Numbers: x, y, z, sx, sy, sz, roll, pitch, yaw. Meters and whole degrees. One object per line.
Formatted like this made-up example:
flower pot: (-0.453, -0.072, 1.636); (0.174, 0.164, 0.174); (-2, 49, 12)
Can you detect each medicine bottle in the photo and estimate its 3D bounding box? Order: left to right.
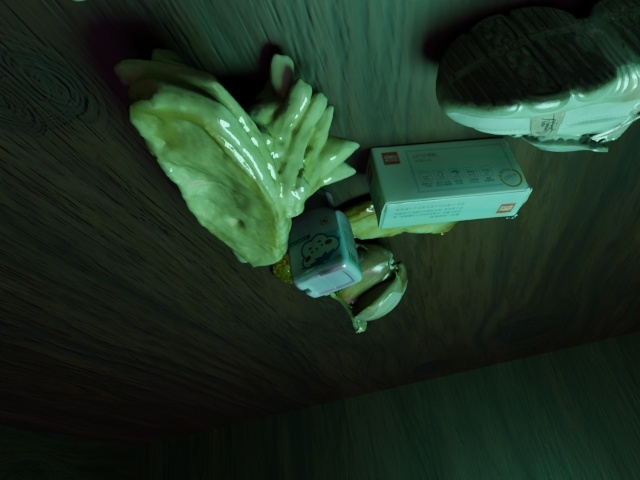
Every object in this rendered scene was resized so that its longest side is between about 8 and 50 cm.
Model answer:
medicine bottle: (0.000, 0.000, 0.871); (0.119, 0.188, 0.094); (-22, 146, 18)

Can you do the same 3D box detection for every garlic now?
garlic: (0.097, 0.080, 1.066); (0.191, 0.214, 0.160); (-51, 165, 16)

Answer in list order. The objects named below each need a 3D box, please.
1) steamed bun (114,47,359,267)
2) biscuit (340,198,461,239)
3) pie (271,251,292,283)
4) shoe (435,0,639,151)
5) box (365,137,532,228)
steamed bun: (-0.086, -0.123, 0.695); (0.247, 0.189, 0.428); (12, 152, 24)
biscuit: (0.165, -0.054, 0.970); (0.298, 0.045, 0.154); (-4, 149, -8)
pie: (-0.073, 0.065, 1.105); (0.088, 0.033, 0.191); (7, 145, -19)
shoe: (0.340, -0.206, 0.658); (0.350, 0.172, 0.198); (-9, 151, 2)
box: (0.225, -0.104, 0.821); (0.269, 0.135, 0.079); (-6, 148, -7)
